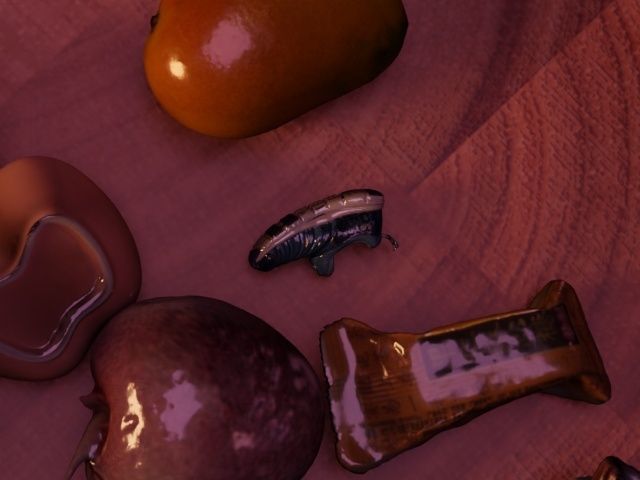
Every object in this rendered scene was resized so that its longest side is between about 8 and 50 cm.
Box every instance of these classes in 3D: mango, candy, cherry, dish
[{"bbox_3d":[-0.049,-0.201,1.790,0.254,0.139,0.176,-27,100,-17],"label":"mango"},{"bbox_3d":[0.129,0.118,1.764,0.271,0.101,0.143,-14,81,-14],"label":"candy"},{"bbox_3d":[-0.117,0.156,1.707,0.266,0.183,0.213,1,100,-27],"label":"cherry"},{"bbox_3d":[-0.258,0.037,1.703,0.213,0.090,0.213,-5,104,-18],"label":"dish"}]

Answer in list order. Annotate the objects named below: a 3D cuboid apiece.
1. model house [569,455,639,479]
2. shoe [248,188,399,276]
[{"bbox_3d":[0.285,0.366,1.715,0.249,0.230,0.280,44,115,38],"label":"model house"},{"bbox_3d":[0.000,0.000,1.804,0.143,0.064,0.071,-21,95,-7],"label":"shoe"}]
